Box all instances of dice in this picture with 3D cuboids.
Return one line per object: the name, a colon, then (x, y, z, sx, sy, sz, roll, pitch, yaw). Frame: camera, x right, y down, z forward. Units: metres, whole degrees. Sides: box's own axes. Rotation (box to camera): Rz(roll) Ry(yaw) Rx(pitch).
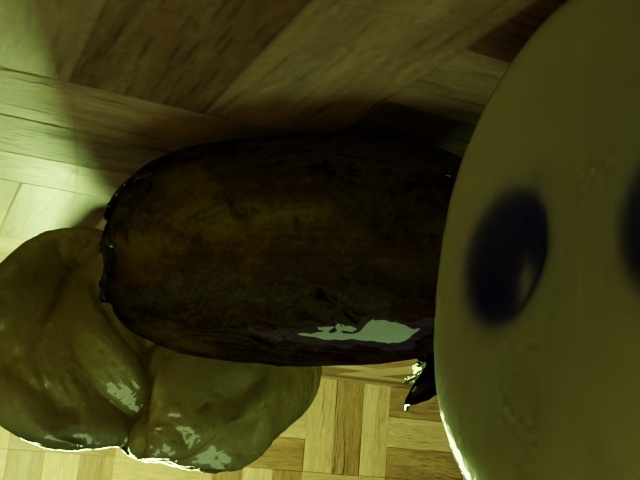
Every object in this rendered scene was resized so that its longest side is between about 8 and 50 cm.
dice: (0.248, 0.020, 0.481, 0.276, 0.304, 0.304, 10, 166, -21)

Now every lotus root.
lotus root: (-0.013, 0.008, 0.753, 0.397, 0.196, 0.179, 0, -166, 21)

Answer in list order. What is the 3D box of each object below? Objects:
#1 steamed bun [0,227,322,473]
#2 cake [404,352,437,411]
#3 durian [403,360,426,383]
steamed bun: (-0.167, 0.087, 0.976, 0.372, 0.325, 0.230, 17, 126, -3)
cake: (0.220, 0.133, 0.816, 0.321, 0.333, 0.332, 18, 170, 16)
durian: (0.268, 0.146, 1.138, 0.394, 0.163, 0.198, -21, -172, 42)
